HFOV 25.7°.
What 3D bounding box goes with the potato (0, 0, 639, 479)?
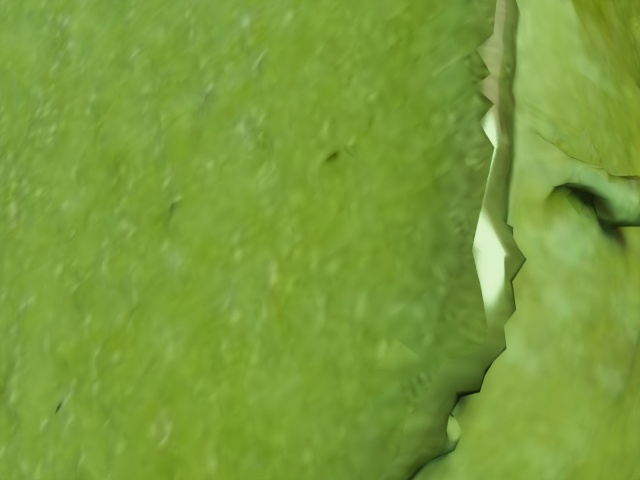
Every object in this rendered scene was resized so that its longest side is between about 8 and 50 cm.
[{"bbox_3d":[0.000,0.000,0.617,0.319,0.385,0.442,25,45,-47],"label":"potato"}]
